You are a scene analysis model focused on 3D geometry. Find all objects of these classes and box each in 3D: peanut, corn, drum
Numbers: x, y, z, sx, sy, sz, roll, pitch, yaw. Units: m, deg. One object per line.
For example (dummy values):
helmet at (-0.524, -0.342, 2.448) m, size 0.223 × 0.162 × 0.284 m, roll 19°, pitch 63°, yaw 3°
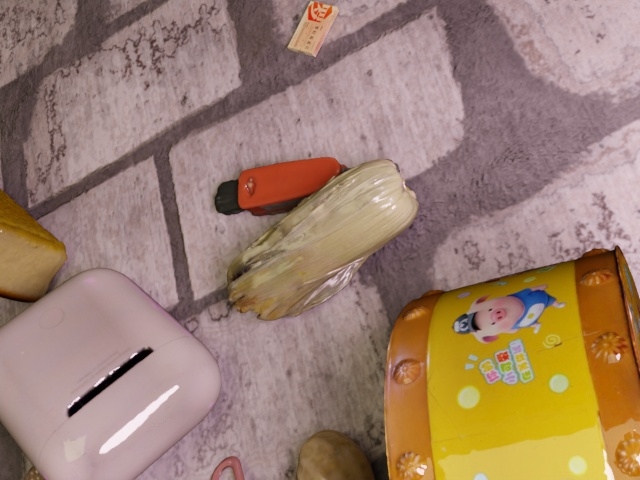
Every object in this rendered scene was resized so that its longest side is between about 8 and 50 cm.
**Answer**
peanut at (0.039, 0.371, 0.966) m, size 0.125 × 0.111 × 0.275 m, roll -28°, pitch 59°, yaw -1°
corn at (0.000, 0.002, 1.118) m, size 0.305 × 0.123 × 0.122 m, roll -38°, pitch 62°, yaw 14°
drum at (0.234, 0.231, 0.740) m, size 0.214 × 0.431 × 0.432 m, roll -15°, pitch 66°, yaw 22°

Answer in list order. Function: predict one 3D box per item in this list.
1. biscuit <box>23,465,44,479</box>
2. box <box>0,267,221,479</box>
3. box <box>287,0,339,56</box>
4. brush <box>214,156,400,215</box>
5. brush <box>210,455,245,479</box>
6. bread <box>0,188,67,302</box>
biscuit at (-0.439, 0.491, 1.198) m, size 0.144 × 0.078 × 0.426 m, roll 23°, pitch 84°, yaw 31°
box at (-0.340, 0.203, 1.175) m, size 0.288 × 0.141 × 0.349 m, roll -38°, pitch 53°, yaw -24°
box at (-0.012, -0.361, 1.322) m, size 0.058 × 0.015 × 0.093 m, roll 23°, pitch 85°, yaw 34°
brush at (-0.030, -0.090, 1.210) m, size 0.323 × 0.051 × 0.071 m, roll -9°, pitch 66°, yaw 25°
brush at (-0.114, 0.385, 1.050) m, size 0.103 × 0.047 × 0.233 m, roll -45°, pitch 29°, yaw 11°
bread at (-0.657, -0.039, 1.365) m, size 0.333 × 0.323 × 0.143 m, roll 34°, pitch 90°, yaw 34°
